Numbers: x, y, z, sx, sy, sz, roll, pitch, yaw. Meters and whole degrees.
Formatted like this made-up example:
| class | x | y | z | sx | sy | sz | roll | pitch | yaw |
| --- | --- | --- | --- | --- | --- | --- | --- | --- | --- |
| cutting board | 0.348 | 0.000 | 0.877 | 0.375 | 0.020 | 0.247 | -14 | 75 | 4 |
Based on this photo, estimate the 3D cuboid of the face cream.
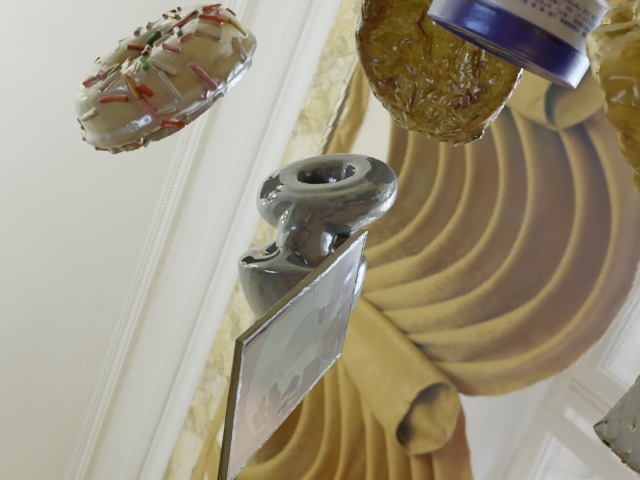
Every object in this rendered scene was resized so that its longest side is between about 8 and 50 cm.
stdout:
| class | x | y | z | sx | sy | sz | roll | pitch | yaw |
| --- | --- | --- | --- | --- | --- | --- | --- | --- | --- |
| face cream | 0.242 | -0.276 | 0.897 | 0.206 | 0.206 | 0.111 | 16 | -73 | -33 |

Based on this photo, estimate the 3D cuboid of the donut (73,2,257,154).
| class | x | y | z | sx | sy | sz | roll | pitch | yaw |
| --- | --- | --- | --- | --- | --- | --- | --- | --- | --- |
| donut | -0.301 | -0.313 | 1.385 | 0.382 | 0.382 | 0.142 | -37 | -61 | -8 |

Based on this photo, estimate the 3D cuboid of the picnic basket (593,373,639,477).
| class | x | y | z | sx | sy | sz | roll | pitch | yaw |
| --- | --- | --- | --- | --- | --- | --- | --- | --- | --- |
| picnic basket | 0.548 | 0.234 | 0.904 | 0.291 | 0.254 | 0.321 | 41 | -81 | -7 |

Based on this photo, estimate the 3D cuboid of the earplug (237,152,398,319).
| class | x | y | z | sx | sy | sz | roll | pitch | yaw |
| --- | --- | --- | --- | --- | --- | --- | --- | --- | --- |
| earplug | -0.004 | -0.007 | 1.085 | 0.175 | 0.214 | 0.326 | 59 | -137 | -49 |

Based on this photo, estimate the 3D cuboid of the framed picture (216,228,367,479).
| class | x | y | z | sx | sy | sz | roll | pitch | yaw |
| --- | --- | --- | --- | --- | --- | --- | --- | --- | --- |
| framed picture | -0.018 | 0.086 | 0.595 | 0.201 | 0.010 | 0.136 | -40 | -33 | -54 |

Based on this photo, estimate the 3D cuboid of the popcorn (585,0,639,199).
| class | x | y | z | sx | sy | sz | roll | pitch | yaw |
| --- | --- | --- | --- | --- | --- | --- | --- | --- | --- |
| popcorn | 0.244 | -0.088 | 0.337 | 0.250 | 0.250 | 0.190 | -13 | -66 | -23 |

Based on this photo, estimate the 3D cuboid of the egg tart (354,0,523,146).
| class | x | y | z | sx | sy | sz | roll | pitch | yaw |
| --- | --- | --- | --- | --- | --- | --- | --- | --- | --- |
| egg tart | 0.206 | -0.335 | 1.253 | 0.129 | 0.341 | 0.341 | -30 | -51 | -46 |
